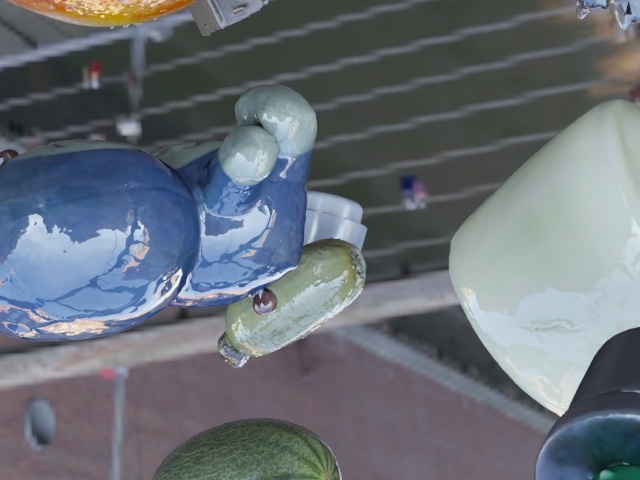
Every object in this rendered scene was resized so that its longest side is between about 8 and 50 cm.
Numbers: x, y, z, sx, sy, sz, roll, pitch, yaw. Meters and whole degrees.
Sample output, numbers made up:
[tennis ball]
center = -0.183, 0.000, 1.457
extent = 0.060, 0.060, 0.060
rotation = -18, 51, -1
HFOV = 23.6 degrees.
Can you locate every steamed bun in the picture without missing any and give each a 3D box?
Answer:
[steamed bun]
center = 0.411, 0.078, 1.968
extent = 0.456, 0.290, 0.371
rotation = 33, 127, -18

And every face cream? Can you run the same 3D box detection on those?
[face cream]
center = 0.000, 0.000, 1.620
extent = 0.091, 0.095, 0.091
rotation = 12, 174, 1

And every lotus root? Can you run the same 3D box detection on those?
[lotus root]
center = -0.036, 0.061, 1.506
extent = 0.183, 0.077, 0.090
rotation = -35, 172, 25

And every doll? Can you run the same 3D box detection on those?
[doll]
center = -0.132, -0.012, 1.046
extent = 0.258, 0.154, 0.228
rotation = -4, 168, -35

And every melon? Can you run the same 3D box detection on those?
[melon]
center = -0.106, 0.368, 2.114
extent = 0.301, 0.238, 0.237
rotation = -27, 155, 31

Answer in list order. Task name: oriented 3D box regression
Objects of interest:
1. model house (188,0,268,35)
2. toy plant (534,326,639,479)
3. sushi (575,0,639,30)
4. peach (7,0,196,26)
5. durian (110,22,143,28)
[model house]
center = -0.159, -0.348, 1.918
extent = 0.248, 0.181, 0.176
rotation = -17, -168, 35
[toy plant]
center = 0.289, 0.244, 1.383
extent = 0.279, 0.400, 0.185
rotation = 34, 125, 0
[sushi]
center = 0.309, -0.326, 1.176
extent = 0.417, 0.176, 0.417
rotation = 11, 155, 5
[peach]
center = -0.117, -0.200, 0.747
extent = 0.190, 0.190, 0.192
rotation = -9, 165, 11
[durian]
center = -0.203, -0.281, 1.734
extent = 0.186, 0.119, 0.108
rotation = -21, 148, 9
